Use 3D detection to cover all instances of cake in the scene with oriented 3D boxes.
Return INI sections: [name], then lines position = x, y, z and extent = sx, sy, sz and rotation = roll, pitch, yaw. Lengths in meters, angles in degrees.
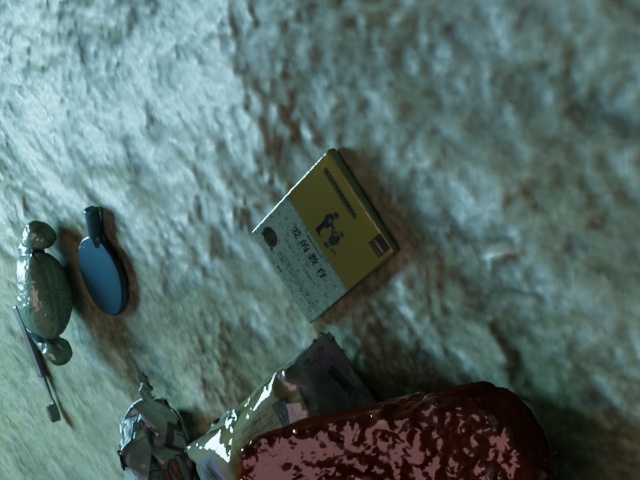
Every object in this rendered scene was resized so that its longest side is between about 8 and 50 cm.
[cake]
position = 0.068, 0.225, 0.894
extent = 0.283, 0.151, 0.177
rotation = -15, 83, 18

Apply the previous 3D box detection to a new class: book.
[book]
position = 0.000, 0.000, 1.041
extent = 0.118, 0.012, 0.172
rotation = 57, 141, 10

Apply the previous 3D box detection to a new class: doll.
[doll]
position = -0.394, 0.074, 1.482
extent = 0.103, 0.071, 0.214
rotation = 8, 111, 45

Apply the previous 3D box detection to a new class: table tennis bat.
[table tennis bat]
position = -0.291, 0.028, 1.385
extent = 0.100, 0.019, 0.155
rotation = 19, 124, 43

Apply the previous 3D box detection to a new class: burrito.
[burrito]
position = -0.207, 0.380, 1.397
extent = 0.139, 0.101, 0.445
rotation = 33, 133, 54

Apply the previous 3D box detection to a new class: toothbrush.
[toothbrush]
position = -0.444, 0.193, 1.645
extent = 0.014, 0.017, 0.194
rotation = -13, 96, 45

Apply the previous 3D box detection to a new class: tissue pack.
[tissue pack]
position = -0.022, 0.245, 1.104
extent = 0.215, 0.123, 0.257
rotation = 56, 141, 9
